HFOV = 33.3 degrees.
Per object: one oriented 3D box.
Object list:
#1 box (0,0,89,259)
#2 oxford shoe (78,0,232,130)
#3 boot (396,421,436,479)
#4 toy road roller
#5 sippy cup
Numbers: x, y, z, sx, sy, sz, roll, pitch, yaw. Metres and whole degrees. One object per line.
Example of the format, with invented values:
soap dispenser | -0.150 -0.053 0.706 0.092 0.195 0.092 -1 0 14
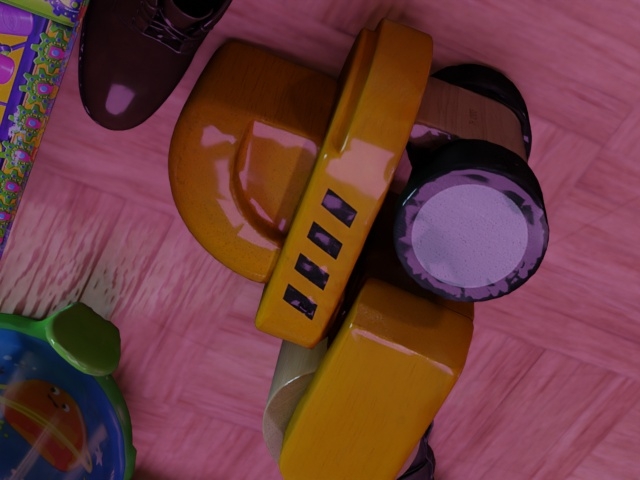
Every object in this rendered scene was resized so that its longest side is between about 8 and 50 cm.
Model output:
box | -0.301 -0.125 0.651 0.279 0.177 0.290 18 124 -17
oxford shoe | -0.104 -0.153 0.696 0.083 0.096 0.227 19 125 -20
boot | 0.016 0.263 1.038 0.263 0.091 0.229 -23 120 8
toy road roller | 0.000 0.000 0.763 0.240 0.202 0.329 21 119 -4
sippy cup | -0.276 0.197 0.824 0.240 0.224 0.305 3 104 -2
